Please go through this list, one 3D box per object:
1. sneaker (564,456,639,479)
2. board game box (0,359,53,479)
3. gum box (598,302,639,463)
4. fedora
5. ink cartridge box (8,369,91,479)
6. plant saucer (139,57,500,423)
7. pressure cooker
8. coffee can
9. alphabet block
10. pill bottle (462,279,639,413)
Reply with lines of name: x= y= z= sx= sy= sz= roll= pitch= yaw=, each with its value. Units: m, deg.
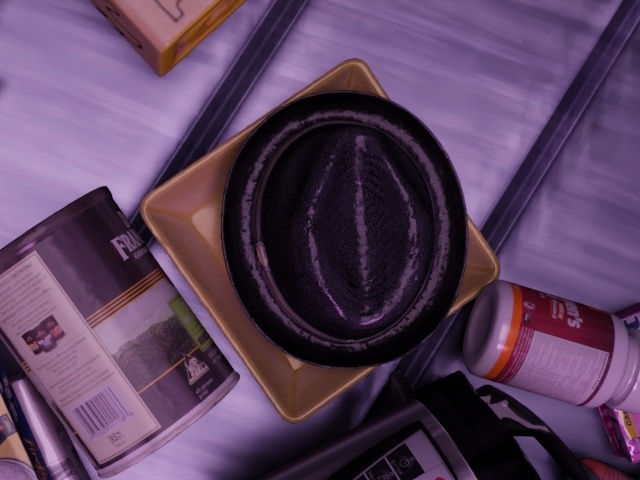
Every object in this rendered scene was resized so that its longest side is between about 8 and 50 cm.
sneaker: x=0.441 y=0.344 z=1.516 sx=0.276 sy=0.097 sz=0.135 roll=36 pitch=84 yaw=-8
board game box: x=-0.410 y=0.205 z=1.286 sx=0.165 sy=0.042 sz=0.243 roll=-22 pitch=93 yaw=3
gum box: x=0.413 y=0.186 z=1.531 sx=0.107 sy=0.062 sz=0.188 roll=-21 pitch=92 yaw=-8
fedora: x=0.040 y=-0.014 z=1.355 sx=0.334 sy=0.152 sz=0.334 roll=0 pitch=89 yaw=-9
ink cartridge box: x=-0.374 y=0.323 z=1.384 sx=0.207 sy=0.117 sz=0.283 roll=-27 pitch=93 yaw=-7
plant saucer: x=0.000 y=0.000 z=1.466 sx=0.333 sy=0.081 sz=0.333 roll=-35 pitch=93 yaw=-7
pressure cooker: x=0.123 y=0.366 z=1.340 sx=0.420 sy=0.375 sz=0.370 roll=-25 pitch=108 yaw=-8
coffee can: x=-0.252 y=0.105 z=1.365 sx=0.201 sy=0.201 sz=0.275 roll=-35 pitch=95 yaw=-8
alphabet block: x=-0.185 y=-0.339 z=1.390 sx=0.193 sy=0.192 sz=0.197 roll=-43 pitch=94 yaw=-5
pill bottle: x=0.294 y=0.133 z=1.425 sx=0.221 sy=0.121 sz=0.121 roll=17 pitch=87 yaw=-10
